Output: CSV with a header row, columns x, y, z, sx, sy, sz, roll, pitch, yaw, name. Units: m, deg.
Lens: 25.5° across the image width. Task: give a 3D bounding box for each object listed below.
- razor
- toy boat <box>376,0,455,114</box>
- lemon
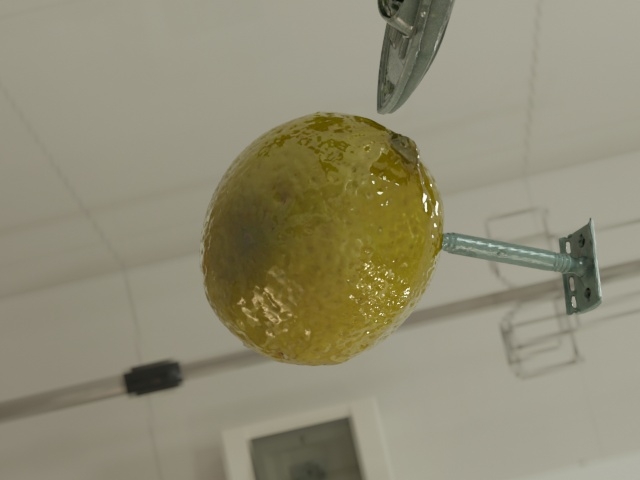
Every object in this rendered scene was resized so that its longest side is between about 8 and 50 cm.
x,y,z,sx,sy,sz,roll,pitch,yaw,name
0.223,0.017,1.656,0.068,0.232,0.106,-40,-134,54,razor
0.115,-0.300,1.749,0.141,0.092,0.319,-108,-152,-60,toy boat
0.001,-0.001,1.466,0.267,0.267,0.267,-13,90,-89,lemon
